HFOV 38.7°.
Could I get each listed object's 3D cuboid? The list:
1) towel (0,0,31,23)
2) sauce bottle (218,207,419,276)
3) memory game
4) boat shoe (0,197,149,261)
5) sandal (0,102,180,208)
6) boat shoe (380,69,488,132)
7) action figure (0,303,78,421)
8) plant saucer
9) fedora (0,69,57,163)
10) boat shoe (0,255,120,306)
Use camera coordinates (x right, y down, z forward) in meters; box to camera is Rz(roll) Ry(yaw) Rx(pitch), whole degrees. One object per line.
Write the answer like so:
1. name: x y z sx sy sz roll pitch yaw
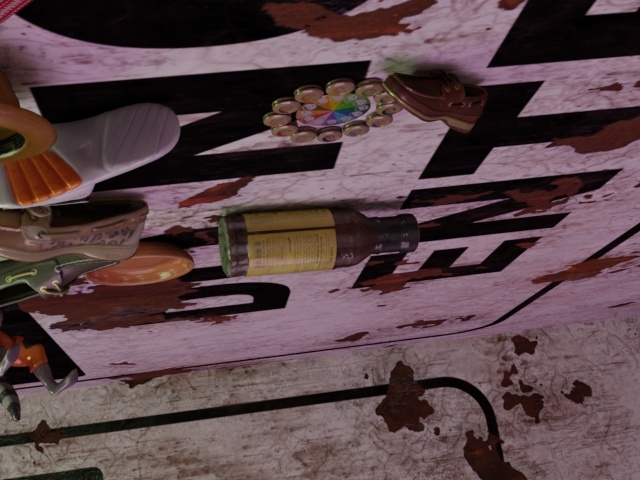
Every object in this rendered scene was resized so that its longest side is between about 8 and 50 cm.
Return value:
1. towel: -0.311 -0.155 0.710 0.199 0.031 0.275 -18 -161 34
2. sauce bottle: 0.000 0.000 1.570 0.344 0.111 0.111 -3 163 -15
3. memory game: 0.018 -0.164 1.179 0.186 0.012 0.186 -8 165 -2
4. boat shoe: -0.383 -0.031 1.316 0.285 0.104 0.089 1 125 -47
5. sandal: -0.289 -0.092 1.108 0.265 0.102 0.076 -12 161 6
6. boat shoe: 0.142 -0.181 1.116 0.178 0.064 0.060 7 128 -47
7. action figure: -0.657 0.185 1.661 0.330 0.179 0.341 20 180 27
8. plant saucer: -0.333 0.041 1.678 0.200 0.037 0.200 -8 165 -2
9. fedora: -0.370 -0.135 0.950 0.194 0.079 0.194 -4 170 -1
10. boat shoe: -0.476 0.058 1.557 0.305 0.091 0.109 -11 164 9
